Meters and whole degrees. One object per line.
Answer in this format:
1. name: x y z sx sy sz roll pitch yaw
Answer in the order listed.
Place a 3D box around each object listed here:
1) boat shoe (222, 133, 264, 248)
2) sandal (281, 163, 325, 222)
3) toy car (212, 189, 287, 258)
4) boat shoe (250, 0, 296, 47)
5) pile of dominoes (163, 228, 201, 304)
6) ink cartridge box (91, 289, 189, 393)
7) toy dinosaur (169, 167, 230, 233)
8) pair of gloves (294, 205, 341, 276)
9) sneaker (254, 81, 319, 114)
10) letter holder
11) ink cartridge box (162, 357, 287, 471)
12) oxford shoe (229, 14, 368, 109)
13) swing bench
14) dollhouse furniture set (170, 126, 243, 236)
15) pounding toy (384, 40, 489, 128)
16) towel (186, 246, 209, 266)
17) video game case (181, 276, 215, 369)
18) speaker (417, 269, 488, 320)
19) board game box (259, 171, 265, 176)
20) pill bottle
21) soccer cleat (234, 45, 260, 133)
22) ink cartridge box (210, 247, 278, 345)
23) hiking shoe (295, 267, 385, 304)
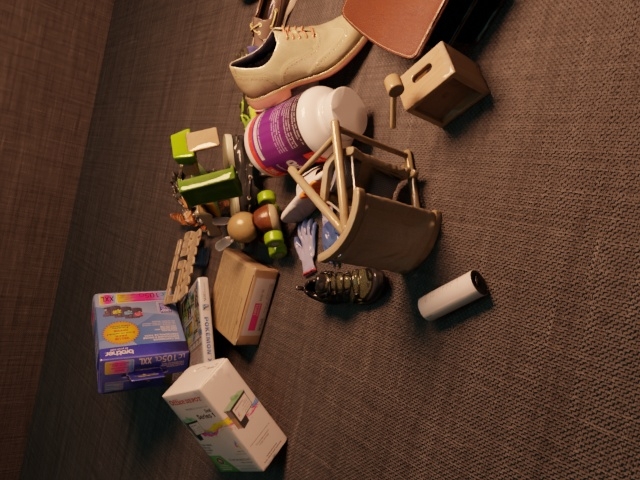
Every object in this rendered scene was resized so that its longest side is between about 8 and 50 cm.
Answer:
1. boat shoe: -0.217 -0.148 1.592 0.127 0.113 0.340 164 98 -71
2. sandal: -0.028 -0.137 1.389 0.265 0.102 0.076 -38 58 39
3. toy car: -0.200 -0.030 1.470 0.149 0.188 0.155 81 177 -65
4. boat shoe: -0.165 -0.677 1.655 0.116 0.097 0.324 39 111 45
5. pile of dominoes: -0.449 0.092 1.790 0.196 0.040 0.251 -13 64 54
6. ink cartridge box: -0.589 0.338 1.742 0.395 0.270 0.151 55 139 49
7. toy dinosaur: -0.426 -0.123 1.807 0.322 0.164 0.218 -14 87 24
8. pair of gloves: 0.000 0.000 1.391 0.198 0.023 0.159 -26 65 43
9. sneaker: -0.087 -0.411 1.523 0.252 0.103 0.111 -7 73 41
10. letter holder: 0.209 -0.512 1.168 0.302 0.152 0.214 51 121 41
11. ink cartridge box: -0.253 0.461 1.398 0.201 0.117 0.278 -24 104 43
12. oxford shoe: -0.045 -0.488 1.362 0.397 0.146 0.140 -31 46 8
13. swing bench: 0.104 -0.078 1.116 0.165 0.253 0.254 -43 54 34
14. dollhouse furniture set: -0.298 -0.164 1.532 0.151 0.301 0.197 -14 65 -2
15. pounding toy: 0.202 -0.313 1.090 0.181 0.206 0.094 -35 58 39
16. towel: -0.422 0.055 1.844 0.119 0.029 0.067 5 84 47
17. video game case: -0.384 0.300 1.661 0.329 0.036 0.300 139 126 -61
18. speaker: 0.259 0.110 1.053 0.136 0.055 0.055 -36 57 37
19. board game box: -0.149 -0.241 1.606 0.090 0.020 0.090 -2 81 48
20. pill bottle: -0.040 -0.280 1.371 0.323 0.181 0.181 -10 75 47
21. soccer cleat: -0.188 -0.445 1.638 0.093 0.121 0.289 22 119 56
22. ink cartridge box: -0.233 0.162 1.565 0.193 0.088 0.234 27 103 48
23. hiking shoe: 0.046 0.111 1.246 0.227 0.114 0.086 -20 68 44
